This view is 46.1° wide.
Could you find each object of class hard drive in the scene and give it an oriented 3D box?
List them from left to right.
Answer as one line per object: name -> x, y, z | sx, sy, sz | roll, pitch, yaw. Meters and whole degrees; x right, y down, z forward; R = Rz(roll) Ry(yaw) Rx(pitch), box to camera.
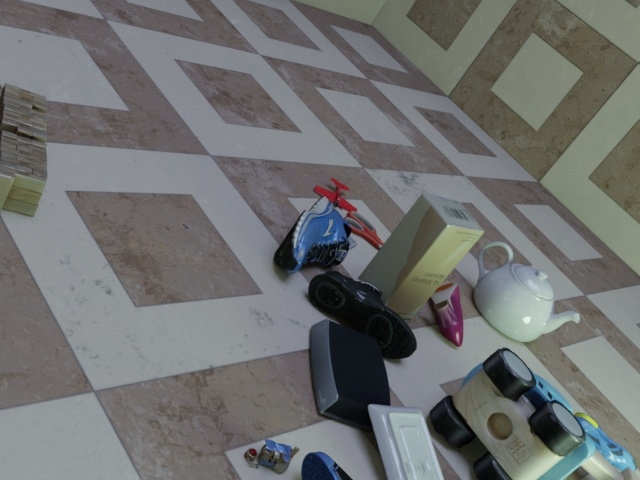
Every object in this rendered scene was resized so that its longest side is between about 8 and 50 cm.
hard drive -> 0.065, 0.275, 1.567 | 0.172, 0.054, 0.254 | 24, 30, -20

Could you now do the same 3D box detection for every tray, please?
tray -> 0.183, 0.431, 1.419 | 0.145, 0.030, 0.270 | 12, 47, -35

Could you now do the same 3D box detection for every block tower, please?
block tower -> -0.609, -0.184, 1.516 | 0.097, 0.091, 0.335 | 16, 33, -30

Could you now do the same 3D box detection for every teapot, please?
teapot -> 0.580, 0.152, 2.178 | 0.256, 0.187, 0.252 | 25, 29, -16

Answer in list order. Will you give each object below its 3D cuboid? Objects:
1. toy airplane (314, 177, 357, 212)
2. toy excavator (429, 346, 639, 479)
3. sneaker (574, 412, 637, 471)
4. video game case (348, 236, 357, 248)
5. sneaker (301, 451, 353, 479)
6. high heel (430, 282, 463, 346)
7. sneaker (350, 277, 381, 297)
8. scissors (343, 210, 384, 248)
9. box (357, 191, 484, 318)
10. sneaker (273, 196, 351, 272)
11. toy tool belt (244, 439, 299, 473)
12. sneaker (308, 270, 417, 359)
toy airplane -> 0.053, -0.136, 2.227 | 0.151, 0.028, 0.151 | 28, 29, -17
toy excavator -> 0.518, 0.444, 1.661 | 0.433, 0.222, 0.445 | 51, 23, 26
sneaker -> 0.692, 0.522, 1.867 | 0.209, 0.069, 0.082 | 42, 60, -5
video game case -> 0.042, -0.003, 2.024 | 0.087, 0.011, 0.122 | 42, 28, 12
sneaker -> 0.055, 0.453, 1.260 | 0.090, 0.081, 0.232 | 0, 50, -51
high heel -> 0.352, 0.193, 2.016 | 0.244, 0.082, 0.117 | -61, 128, -76
sneaker -> 0.105, 0.113, 1.841 | 0.109, 0.040, 0.044 | 19, 21, 29
scissors -> 0.179, 0.017, 2.130 | 0.297, 0.021, 0.109 | 40, 26, 14
box -> 0.236, 0.044, 1.838 | 0.148, 0.311, 0.121 | 6, 39, -40
sneaker -> 0.000, 0.000, 1.847 | 0.147, 0.129, 0.330 | 37, 30, 4
toy tool belt -> -0.081, 0.359, 1.279 | 0.083, 0.051, 0.052 | 21, 31, -24
sneaker -> 0.111, 0.160, 1.752 | 0.286, 0.109, 0.130 | 40, 22, 6
